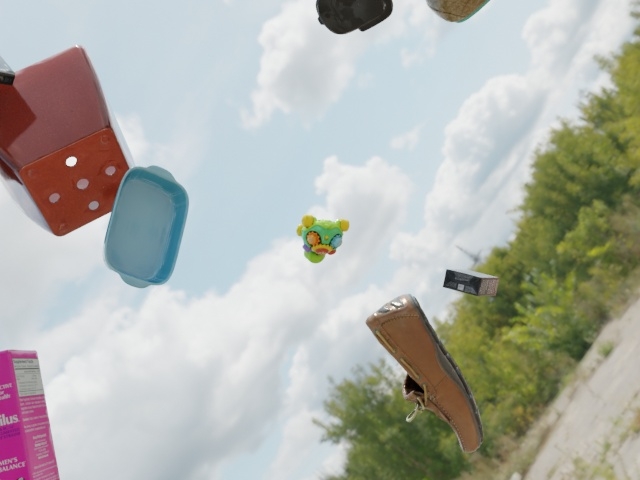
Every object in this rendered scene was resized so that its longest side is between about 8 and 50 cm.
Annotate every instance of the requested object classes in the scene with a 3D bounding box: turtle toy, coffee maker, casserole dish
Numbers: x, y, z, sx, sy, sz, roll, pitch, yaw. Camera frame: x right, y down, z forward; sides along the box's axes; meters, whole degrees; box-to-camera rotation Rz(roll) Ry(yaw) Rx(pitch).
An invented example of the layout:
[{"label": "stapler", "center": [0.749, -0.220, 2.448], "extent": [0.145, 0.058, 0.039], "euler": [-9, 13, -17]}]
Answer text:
[{"label": "turtle toy", "center": [0.000, 0.000, 1.485], "extent": [0.130, 0.095, 0.066], "euler": [122, 151, -64]}, {"label": "coffee maker", "center": [0.071, -0.449, 1.287], "extent": [0.171, 0.120, 0.178], "euler": [-46, 26, 32]}, {"label": "casserole dish", "center": [-0.259, -0.019, 1.120], "extent": [0.114, 0.037, 0.188], "euler": [24, -115, -35]}]

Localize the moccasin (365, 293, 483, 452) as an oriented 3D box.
[{"label": "moccasin", "center": [0.223, 0.297, 1.610], "extent": [0.147, 0.380, 0.139], "euler": [-31, 20, 7]}]

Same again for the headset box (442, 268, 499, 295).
[{"label": "headset box", "center": [0.244, 0.067, 1.224], "extent": [0.083, 0.062, 0.032], "euler": [2, -80, -54]}]

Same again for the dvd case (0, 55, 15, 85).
[{"label": "dvd case", "center": [-0.678, -0.337, 1.322], "extent": [0.238, 0.179, 0.030], "euler": [1, -55, -46]}]

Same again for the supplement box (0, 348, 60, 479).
[{"label": "supplement box", "center": [-0.475, 0.280, 1.134], "extent": [0.111, 0.220, 0.114], "euler": [-14, -10, -1]}]

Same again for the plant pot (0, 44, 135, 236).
[{"label": "plant pot", "center": [-0.495, -0.167, 1.473], "extent": [0.267, 0.236, 0.267], "euler": [-29, -40, -15]}]

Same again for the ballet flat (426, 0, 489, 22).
[{"label": "ballet flat", "center": [0.264, -0.431, 1.003], "extent": [0.342, 0.116, 0.124], "euler": [-34, -45, 29]}]
